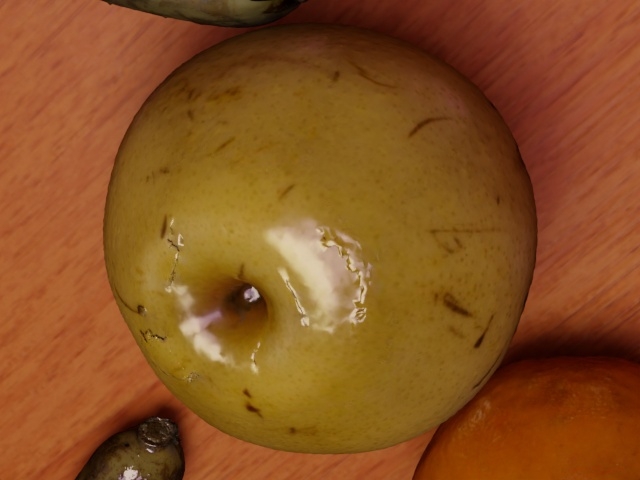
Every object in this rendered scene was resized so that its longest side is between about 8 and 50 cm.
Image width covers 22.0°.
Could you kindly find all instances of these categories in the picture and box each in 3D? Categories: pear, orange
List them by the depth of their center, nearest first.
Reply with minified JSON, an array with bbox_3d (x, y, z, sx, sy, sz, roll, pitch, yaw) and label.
[{"bbox_3d":[0.000,0.000,1.265,0.348,0.348,0.348,2,113,4],"label":"pear"},{"bbox_3d":[0.216,0.233,1.397,0.283,0.226,0.284,-1,114,-2],"label":"orange"}]

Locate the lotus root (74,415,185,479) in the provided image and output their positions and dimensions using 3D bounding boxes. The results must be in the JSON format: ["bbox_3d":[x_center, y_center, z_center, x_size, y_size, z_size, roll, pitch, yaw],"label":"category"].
[{"bbox_3d":[-0.179,0.231,1.497,0.080,0.089,0.179,45,118,20],"label":"lotus root"}]

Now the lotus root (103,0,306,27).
[{"bbox_3d":[-0.133,-0.258,1.242,0.309,0.173,0.173,16,114,10],"label":"lotus root"}]
